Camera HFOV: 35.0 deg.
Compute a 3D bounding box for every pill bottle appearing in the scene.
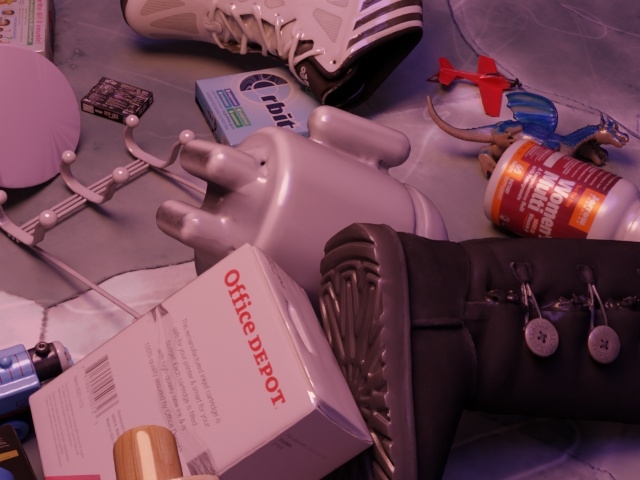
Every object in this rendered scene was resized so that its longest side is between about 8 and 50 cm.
[{"bbox_3d":[0.333,-0.038,1.307,0.221,0.121,0.121,27,48,26],"label":"pill bottle"}]

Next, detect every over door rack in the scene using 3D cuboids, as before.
[{"bbox_3d":[-0.214,-0.026,1.245,0.324,0.108,0.239,36,52,25],"label":"over door rack"}]

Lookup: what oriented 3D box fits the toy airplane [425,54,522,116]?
[{"bbox_3d":[0.242,-0.254,1.586,0.151,0.028,0.151,4,47,-4],"label":"toy airplane"}]

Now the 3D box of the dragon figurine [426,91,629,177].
[{"bbox_3d":[0.290,-0.154,1.451,0.289,0.085,0.144,19,44,5],"label":"dragon figurine"}]

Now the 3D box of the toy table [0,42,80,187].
[{"bbox_3d":[-0.448,-0.164,1.279,0.161,0.274,0.252,13,78,19],"label":"toy table"}]

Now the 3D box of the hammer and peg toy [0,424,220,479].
[{"bbox_3d":[-0.231,0.232,0.559,0.362,0.265,0.127,-6,47,-15],"label":"hammer and peg toy"}]

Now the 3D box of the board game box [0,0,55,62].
[{"bbox_3d":[-0.549,-0.303,1.482,0.304,0.097,0.224,-3,47,-9],"label":"board game box"}]

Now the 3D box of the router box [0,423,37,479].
[{"bbox_3d":[-0.394,0.263,0.861,0.309,0.081,0.243,-15,9,-20],"label":"router box"}]

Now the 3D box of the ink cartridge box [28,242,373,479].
[{"bbox_3d":[-0.118,0.170,0.958,0.283,0.117,0.207,-35,49,10],"label":"ink cartridge box"}]

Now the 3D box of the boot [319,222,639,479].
[{"bbox_3d":[0.218,0.173,1.069,0.445,0.366,0.146,5,-3,-31],"label":"boot"}]

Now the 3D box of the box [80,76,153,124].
[{"bbox_3d":[-0.295,-0.202,1.469,0.083,0.018,0.067,18,46,10],"label":"box"}]

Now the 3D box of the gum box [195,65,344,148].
[{"bbox_3d":[-0.070,-0.187,1.469,0.185,0.041,0.157,-12,48,-20],"label":"gum box"}]

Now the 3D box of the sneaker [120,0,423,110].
[{"bbox_3d":[-0.069,-0.307,1.444,0.448,0.169,0.257,-9,62,6],"label":"sneaker"}]

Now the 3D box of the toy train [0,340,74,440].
[{"bbox_3d":[-0.334,0.160,1.046,0.184,0.105,0.080,-17,51,-23],"label":"toy train"}]

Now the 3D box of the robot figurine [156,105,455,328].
[{"bbox_3d":[0.000,0.000,1.137,0.354,0.299,0.200,23,3,-27],"label":"robot figurine"}]
